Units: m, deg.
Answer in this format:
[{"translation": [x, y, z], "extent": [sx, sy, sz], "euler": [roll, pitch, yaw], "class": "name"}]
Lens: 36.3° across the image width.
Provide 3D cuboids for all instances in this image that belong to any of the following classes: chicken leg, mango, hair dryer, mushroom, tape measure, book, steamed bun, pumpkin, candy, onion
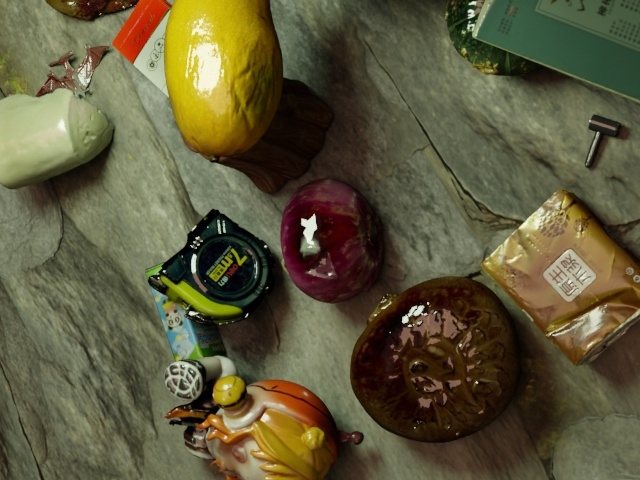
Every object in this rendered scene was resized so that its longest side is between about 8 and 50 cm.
[{"translation": [-0.470, -0.532, 1.942], "extent": [0.322, 0.083, 0.177], "euler": [-9, 76, 22], "class": "chicken leg"}, {"translation": [-0.152, -0.299, 1.518], "extent": [0.187, 0.144, 0.359], "euler": [-6, 77, 12], "class": "mango"}, {"translation": [0.439, -0.154, 1.547], "extent": [0.047, 0.026, 0.083], "euler": [24, 102, 24], "class": "hair dryer"}, {"translation": [0.179, 0.191, 1.580], "extent": [0.278, 0.163, 0.297], "euler": [44, 107, 18], "class": "mushroom"}, {"translation": [-0.182, 0.065, 1.740], "extent": [0.186, 0.112, 0.199], "euler": [38, 69, 2], "class": "tape measure"}, {"translation": [0.446, -0.359, 1.458], "extent": [0.379, 0.031, 0.264], "euler": [21, 98, -4], "class": "book"}, {"translation": [-0.532, -0.213, 1.899], "extent": [0.225, 0.200, 0.170], "euler": [-16, 105, 11], "class": "steamed bun"}, {"translation": [0.295, -0.351, 1.550], "extent": [0.190, 0.146, 0.190], "euler": [0, 90, 26], "class": "pumpkin"}, {"translation": [-0.250, 0.134, 1.810], "extent": [0.062, 0.097, 0.194], "euler": [-24, 80, 18], "class": "candy"}, {"translation": [0.013, -0.001, 1.654], "extent": [0.200, 0.200, 0.207], "euler": [18, 90, 23], "class": "onion"}]

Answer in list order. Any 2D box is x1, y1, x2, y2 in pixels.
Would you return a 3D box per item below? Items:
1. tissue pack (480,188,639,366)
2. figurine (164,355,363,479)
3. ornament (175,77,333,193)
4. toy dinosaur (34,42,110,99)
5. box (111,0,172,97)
[{"translation": [0.395, 0.058, 1.526], "extent": [0.183, 0.092, 0.226], "euler": [-46, 70, 17], "class": "tissue pack"}, {"translation": [-0.104, 0.325, 1.681], "extent": [0.323, 0.320, 0.196], "euler": [26, 55, 23], "class": "figurine"}, {"translation": [-0.118, -0.209, 1.692], "extent": [0.221, 0.217, 0.235], "euler": [-4, 85, 23], "class": "ornament"}, {"translation": [-0.502, -0.334, 1.970], "extent": [0.220, 0.032, 0.108], "euler": [-28, 81, 23], "class": "toy dinosaur"}, {"translation": [-0.282, -0.357, 1.869], "extent": [0.245, 0.035, 0.139], "euler": [42, 105, 19], "class": "box"}]
